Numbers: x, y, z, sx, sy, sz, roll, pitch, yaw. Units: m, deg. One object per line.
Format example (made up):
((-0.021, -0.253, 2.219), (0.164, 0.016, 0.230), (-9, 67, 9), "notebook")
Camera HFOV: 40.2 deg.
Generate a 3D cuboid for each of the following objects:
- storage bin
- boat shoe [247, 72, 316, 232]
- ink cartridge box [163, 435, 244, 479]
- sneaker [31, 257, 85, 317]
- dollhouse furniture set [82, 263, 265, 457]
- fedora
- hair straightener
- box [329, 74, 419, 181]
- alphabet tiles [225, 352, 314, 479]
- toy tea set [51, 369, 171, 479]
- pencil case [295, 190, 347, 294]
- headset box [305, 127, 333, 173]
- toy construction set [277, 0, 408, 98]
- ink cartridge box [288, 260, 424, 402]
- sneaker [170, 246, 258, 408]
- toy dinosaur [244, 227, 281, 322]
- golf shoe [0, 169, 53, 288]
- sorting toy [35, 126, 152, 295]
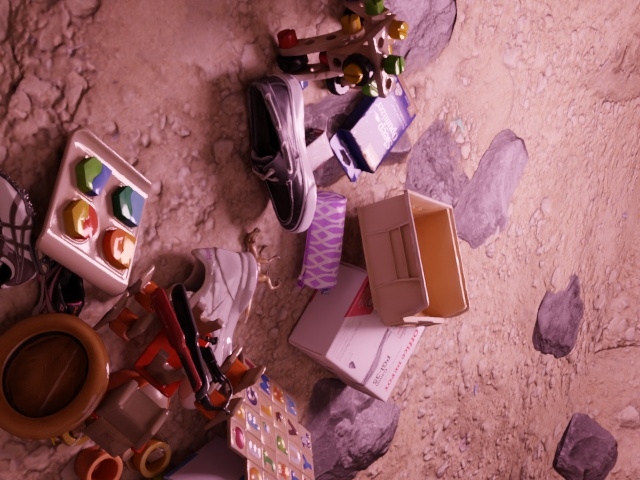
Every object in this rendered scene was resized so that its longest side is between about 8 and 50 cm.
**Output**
((0.205, 0.047, 1.872), (0.262, 0.123, 0.260), (11, 67, -62), "storage bin")
((-0.081, -0.150, 1.605), (0.102, 0.108, 0.301), (-23, 118, -41), "boat shoe")
((-0.212, 0.566, 1.671), (0.223, 0.129, 0.307), (-23, 124, -69), "ink cartridge box")
((-0.404, 0.106, 1.367), (0.072, 0.077, 0.178), (-16, 117, -43), "sneaker")
((-0.266, 0.218, 1.432), (0.262, 0.135, 0.259), (44, 44, -9), "dollhouse furniture set")
((-0.414, 0.208, 1.329), (0.194, 0.194, 0.079), (-54, 179, -19), "fedora")
((-0.187, 0.171, 1.391), (0.089, 0.230, 0.047), (-12, 156, -44), "hair straightener")
((0.116, -0.240, 1.843), (0.225, 0.036, 0.136), (-53, 137, -18), "box")
((-0.094, 0.394, 1.733), (0.342, 0.011, 0.285), (50, 25, -45), "alphabet tiles")
((-0.329, 0.379, 1.522), (0.200, 0.124, 0.336), (-37, 129, -33), "toy tea set")
((0.000, 0.000, 1.776), (0.088, 0.086, 0.206), (1, 103, -24), "pencil case")
((-0.013, -0.176, 1.726), (0.083, 0.032, 0.062), (-42, 132, -27), "headset box")
((0.081, -0.397, 1.586), (0.257, 0.237, 0.309), (-16, 116, -44), "toy construction set")
((0.088, 0.203, 1.920), (0.283, 0.117, 0.207), (43, 72, -47), "ink cartridge box")
((-0.223, 0.153, 1.588), (0.152, 0.114, 0.305), (16, 93, -31), "sneaker")
((-0.126, 0.070, 1.684), (0.093, 0.053, 0.183), (10, 80, -43), "toy dinosaur")
((-0.459, -0.015, 1.261), (0.094, 0.077, 0.198), (-37, 128, -33), "golf shoe")
((-0.339, -0.043, 1.357), (0.193, 0.038, 0.208), (45, 48, -50), "sorting toy")
